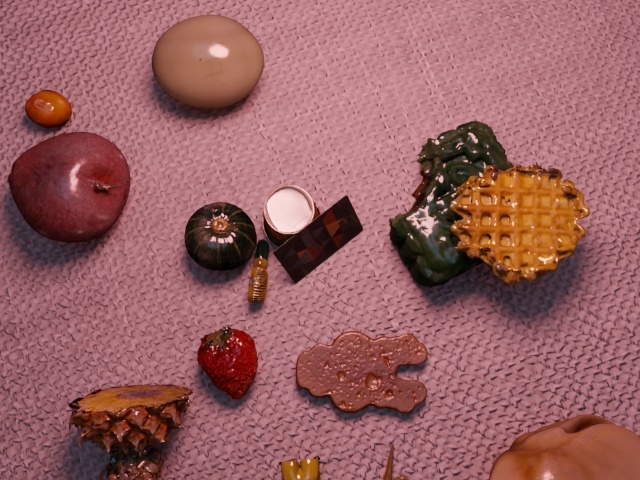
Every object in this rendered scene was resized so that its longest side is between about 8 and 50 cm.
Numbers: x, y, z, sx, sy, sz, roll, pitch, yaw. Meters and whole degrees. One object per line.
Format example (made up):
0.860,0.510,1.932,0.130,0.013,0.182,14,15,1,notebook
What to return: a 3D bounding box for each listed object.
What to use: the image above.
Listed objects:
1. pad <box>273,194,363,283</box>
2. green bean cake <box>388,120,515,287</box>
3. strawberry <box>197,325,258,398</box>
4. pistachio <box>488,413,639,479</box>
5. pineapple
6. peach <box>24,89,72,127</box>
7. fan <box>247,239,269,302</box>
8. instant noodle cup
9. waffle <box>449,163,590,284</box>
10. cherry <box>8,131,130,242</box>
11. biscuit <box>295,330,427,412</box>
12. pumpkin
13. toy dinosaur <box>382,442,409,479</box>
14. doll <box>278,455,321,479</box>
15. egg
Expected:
0.000,0.000,1.386,0.211,0.143,0.003,-39,50,-7,pad
0.299,-0.082,1.373,0.307,0.169,0.300,-27,79,-4,green bean cake
-0.197,0.266,1.341,0.131,0.131,0.148,-34,107,-6,strawberry
0.527,0.531,1.177,0.445,0.281,0.366,23,82,-11,pistachio
-0.391,0.458,1.261,0.262,0.262,0.272,-3,89,1,pineapple
-0.675,-0.324,1.506,0.100,0.101,0.101,0,77,2,peach
-0.140,0.070,1.404,0.039,0.082,0.155,6,66,-2,fan
-0.071,-0.058,1.404,0.151,0.122,0.152,-1,79,4,instant noodle cup
0.413,-0.049,1.253,0.280,0.060,0.262,-44,88,-8,waffle
-0.579,-0.122,1.394,0.307,0.221,0.261,8,68,17,cherry
0.092,0.293,1.356,0.294,0.044,0.186,5,73,2,biscuit
-0.229,-0.009,1.396,0.167,0.125,0.167,-3,61,5,pumpkin
0.134,0.539,1.298,0.126,0.039,0.162,-24,76,-2,toy dinosaur
-0.030,0.568,1.246,0.142,0.135,0.221,-3,64,-1,doll
-0.269,-0.427,1.453,0.269,0.219,0.219,1,77,-2,egg
